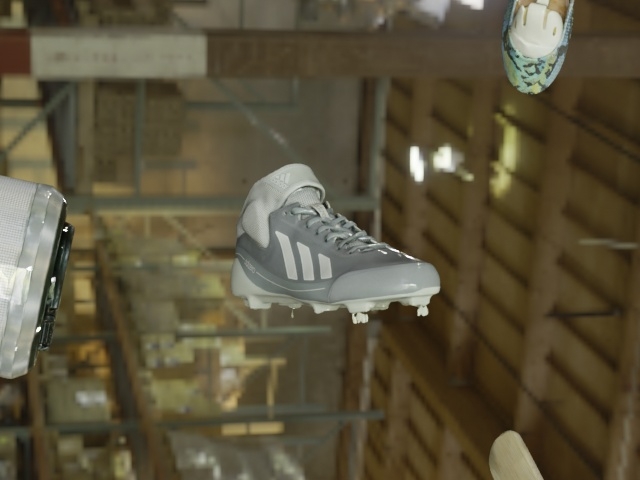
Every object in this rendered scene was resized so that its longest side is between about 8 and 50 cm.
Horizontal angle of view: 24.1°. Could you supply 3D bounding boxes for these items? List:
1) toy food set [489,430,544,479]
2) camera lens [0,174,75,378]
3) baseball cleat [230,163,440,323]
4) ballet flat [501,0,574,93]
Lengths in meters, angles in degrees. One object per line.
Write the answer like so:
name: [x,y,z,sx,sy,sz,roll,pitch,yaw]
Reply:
toy food set: [0.048,0.195,0.758,0.192,0.038,0.132,-48,-132,24]
camera lens: [-0.419,0.025,1.642,0.219,0.274,0.219,-168,-90,-81]
baseball cleat: [0.000,0.000,1.025,0.206,0.072,0.110,-2,-90,49]
ballet flat: [0.208,-0.231,1.396,0.070,0.070,0.188,-152,-109,-75]
